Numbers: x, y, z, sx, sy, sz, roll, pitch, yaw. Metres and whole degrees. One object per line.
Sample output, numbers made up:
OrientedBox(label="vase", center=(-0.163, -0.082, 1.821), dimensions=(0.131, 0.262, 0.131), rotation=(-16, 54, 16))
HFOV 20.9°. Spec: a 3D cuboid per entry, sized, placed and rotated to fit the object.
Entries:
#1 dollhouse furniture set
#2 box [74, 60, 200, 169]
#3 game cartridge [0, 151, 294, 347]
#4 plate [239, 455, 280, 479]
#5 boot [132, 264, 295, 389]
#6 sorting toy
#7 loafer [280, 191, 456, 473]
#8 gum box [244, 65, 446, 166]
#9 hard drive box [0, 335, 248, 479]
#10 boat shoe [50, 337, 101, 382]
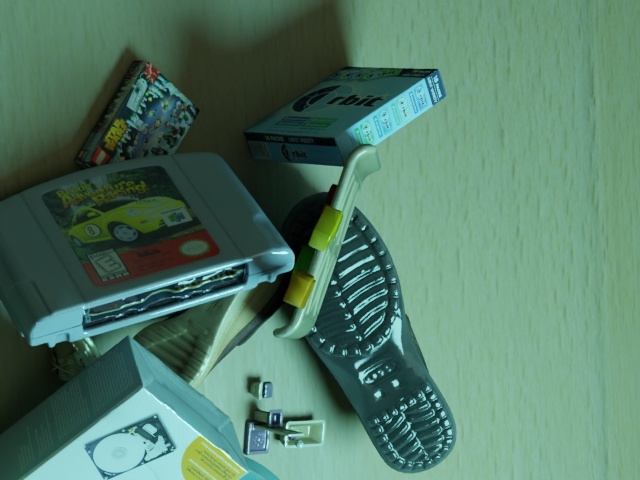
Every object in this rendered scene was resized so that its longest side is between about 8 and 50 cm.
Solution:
OrientedBox(label="dollhouse furniture set", center=(-0.020, 0.216, 2.070), dimensions=(0.114, 0.081, 0.091), rotation=(3, 93, -43))
OrientedBox(label="box", center=(-0.200, -0.116, 1.902), dimensions=(0.094, 0.027, 0.137), rotation=(42, 67, -36))
OrientedBox(label="game cartridge", center=(-0.199, -0.001, 1.789), dimensions=(0.294, 0.196, 0.060), rotation=(-16, 133, -25))
OrientedBox(label="plate", center=(-0.100, 0.310, 1.958), dimensions=(0.188, 0.188, 0.024), rotation=(-18, 149, -41))
OrientedBox(label="boot", center=(-0.118, 0.112, 1.933), dimensions=(0.248, 0.090, 0.207), rotation=(-49, 164, 2))
OrientedBox(label="sorting toy", center=(0.000, 0.000, 1.877), dimensions=(0.307, 0.041, 0.229), rotation=(46, 67, -85))
OrientedBox(label="loafer", center=(0.045, 0.111, 2.114), dimensions=(0.133, 0.130, 0.366), rotation=(-22, 103, -4))
OrientedBox(label="gum box", center=(0.029, -0.147, 2.025), dimensions=(0.184, 0.157, 0.041), rotation=(-36, 118, -35))
OrientedBox(label="hard drive box", center=(-0.223, 0.237, 1.799), dimensions=(0.232, 0.089, 0.181), rotation=(-38, 127, 11))
OrientedBox(label="boat shoe", center=(-0.262, 0.133, 1.856), dimensions=(0.045, 0.050, 0.135), rotation=(-53, 127, -32))
